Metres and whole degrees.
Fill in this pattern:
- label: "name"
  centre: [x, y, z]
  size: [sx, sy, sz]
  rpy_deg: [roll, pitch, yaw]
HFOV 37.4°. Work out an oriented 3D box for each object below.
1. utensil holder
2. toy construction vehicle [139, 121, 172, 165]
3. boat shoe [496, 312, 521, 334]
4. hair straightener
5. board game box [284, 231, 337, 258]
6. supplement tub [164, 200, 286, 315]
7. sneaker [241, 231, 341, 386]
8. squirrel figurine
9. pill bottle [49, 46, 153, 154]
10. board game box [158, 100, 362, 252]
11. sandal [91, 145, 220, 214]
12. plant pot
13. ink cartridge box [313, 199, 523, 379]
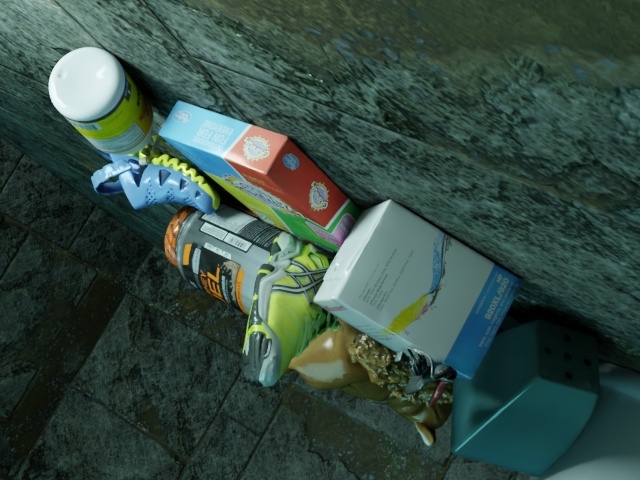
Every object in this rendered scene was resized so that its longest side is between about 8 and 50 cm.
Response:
- label: "utensil holder"
  centre: [0.506, 0.447, 1.590]
  size: [0.327, 0.385, 0.327]
  rpy_deg: [30, 171, 5]
- label: "toy construction vehicle"
  centre: [-0.269, -0.172, 1.607]
  size: [0.086, 0.098, 0.035]
  rpy_deg: [-2, 133, 51]
- label: "boat shoe"
  centre: [0.279, 0.166, 1.652]
  size: [0.102, 0.108, 0.301]
  rpy_deg: [22, 165, 41]
- label: "hair straightener"
  centre: [0.140, 0.192, 1.342]
  size: [0.089, 0.047, 0.230]
  rpy_deg: [27, 169, 8]
- label: "board game box"
  centre: [0.000, 0.000, 1.764]
  size: [0.194, 0.060, 0.194]
  rpy_deg: [24, 168, 33]
- label: "supplement tub"
  centre: [-0.163, 0.041, 2.030]
  size: [0.338, 0.207, 0.207]
  rpy_deg: [23, 169, 35]
- label: "sneaker"
  centre: [-0.033, 0.101, 1.512]
  size: [0.147, 0.145, 0.385]
  rpy_deg: [15, -151, 1]
- label: "squirrel figurine"
  centre: [0.160, 0.250, 1.869]
  size: [0.370, 0.281, 0.397]
  rpy_deg: [43, 158, -20]
- label: "pill bottle"
  centre: [-0.335, -0.209, 1.493]
  size: [0.117, 0.117, 0.215]
  rpy_deg: [28, 171, 13]
- label: "board game box"
  centre: [-0.073, -0.089, 1.494]
  size: [0.242, 0.064, 0.316]
  rpy_deg: [23, 168, 38]
- label: "sandal"
  centre: [-0.355, -0.119, 1.989]
  size: [0.317, 0.138, 0.126]
  rpy_deg: [25, 168, 20]
- label: "plant pot"
  centre: [0.332, 0.237, 1.492]
  size: [0.165, 0.165, 0.234]
  rpy_deg: [17, 142, -11]
- label: "ink cartridge box"
  centre: [0.137, 0.074, 1.396]
  size: [0.232, 0.168, 0.171]
  rpy_deg: [31, 170, -7]
